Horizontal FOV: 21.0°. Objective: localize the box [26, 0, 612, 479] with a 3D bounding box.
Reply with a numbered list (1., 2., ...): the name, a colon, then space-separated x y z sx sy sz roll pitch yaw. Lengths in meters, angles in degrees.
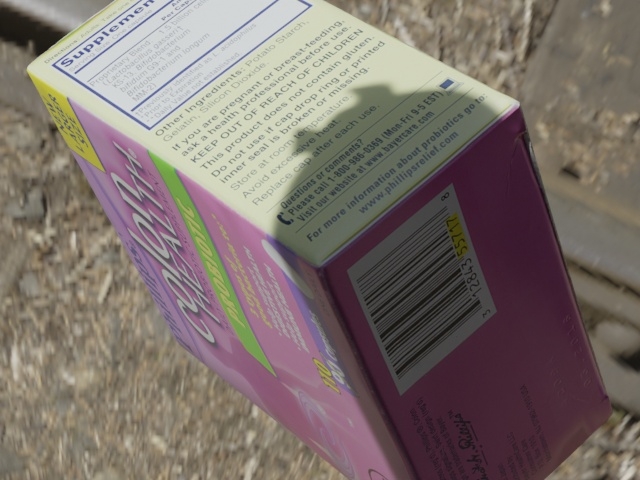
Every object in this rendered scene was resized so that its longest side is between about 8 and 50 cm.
1. box: 0.000 0.000 0.846 0.117 0.213 0.243 -39 45 -16
